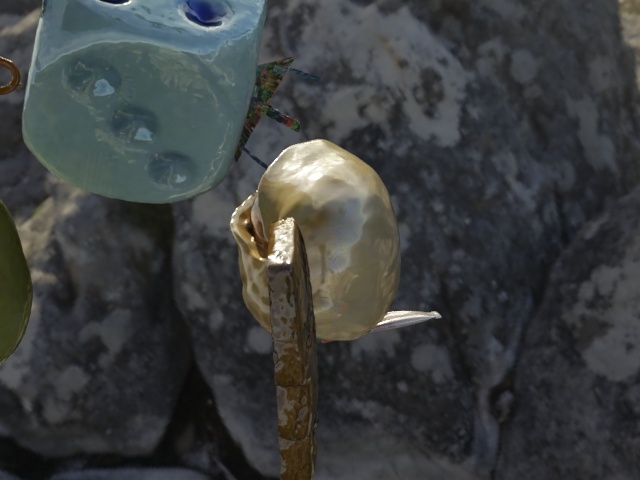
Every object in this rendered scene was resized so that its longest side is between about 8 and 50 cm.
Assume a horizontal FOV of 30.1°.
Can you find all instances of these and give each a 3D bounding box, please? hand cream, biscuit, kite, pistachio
[{"bbox_3d":[0.074,0.127,1.805,0.216,0.038,0.052,-9,33,-2],"label":"hand cream"},{"bbox_3d":[-0.025,0.091,1.152,0.043,0.301,0.278,-2,69,-1],"label":"biscuit"},{"bbox_3d":[-0.094,-0.203,1.774,0.160,0.010,0.183,32,97,20],"label":"kite"},{"bbox_3d":[0.000,0.000,1.589,0.229,0.238,0.321,-43,26,31],"label":"pistachio"}]

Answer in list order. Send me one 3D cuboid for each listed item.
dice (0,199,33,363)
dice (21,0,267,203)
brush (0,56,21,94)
[{"bbox_3d":[-0.506,0.052,1.417,0.233,0.238,0.227,1,26,34],"label":"dice"},{"bbox_3d":[-0.218,-0.226,1.490,0.262,0.268,0.265,13,43,-11],"label":"dice"},{"bbox_3d":[-0.478,-0.238,1.322,0.017,0.314,0.090,134,160,-76],"label":"brush"}]
